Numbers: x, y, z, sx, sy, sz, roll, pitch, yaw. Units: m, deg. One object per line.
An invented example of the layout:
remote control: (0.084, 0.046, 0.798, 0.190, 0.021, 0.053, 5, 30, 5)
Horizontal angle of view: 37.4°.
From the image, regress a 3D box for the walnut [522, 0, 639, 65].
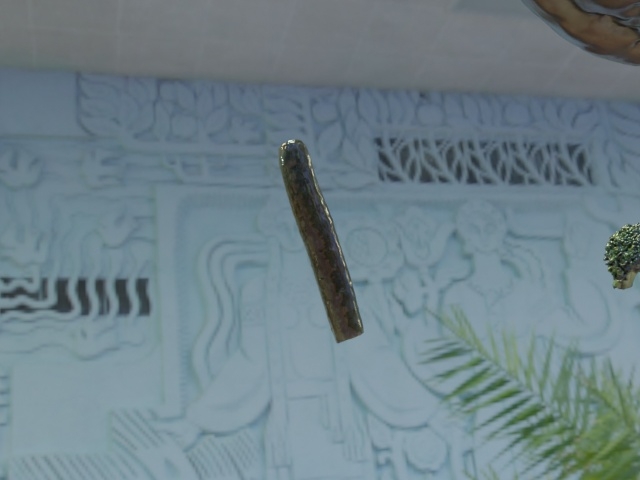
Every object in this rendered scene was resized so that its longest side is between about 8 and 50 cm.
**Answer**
walnut: (0.192, -0.197, 0.512, 0.224, 0.224, 0.224, -5, -22, -2)

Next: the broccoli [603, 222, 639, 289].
broccoli: (0.376, 0.023, 1.126, 0.095, 0.092, 0.097, 9, 21, -6)

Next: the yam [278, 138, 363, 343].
yam: (0.000, 0.000, 0.525, 0.021, 0.116, 0.021, -17, 2, 1)
